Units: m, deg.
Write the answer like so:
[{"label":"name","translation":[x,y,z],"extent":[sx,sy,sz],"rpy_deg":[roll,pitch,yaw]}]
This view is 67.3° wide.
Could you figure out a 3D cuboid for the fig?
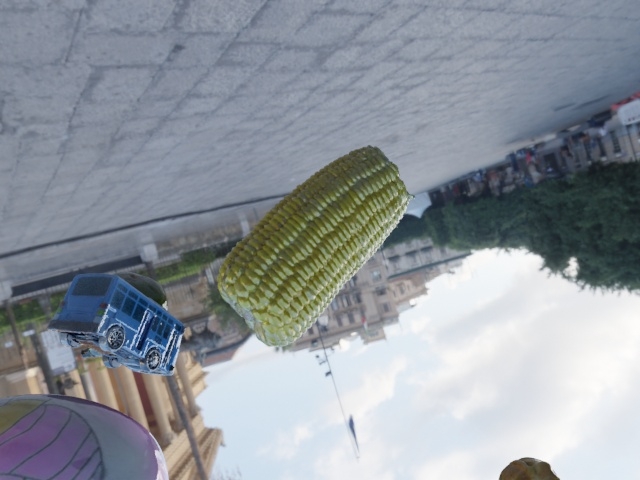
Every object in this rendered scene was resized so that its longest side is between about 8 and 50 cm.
[{"label":"fig","translation":[-0.501,0.196,1.200],"extent":[0.244,0.195,0.195],"rpy_deg":[-58,175,7]}]

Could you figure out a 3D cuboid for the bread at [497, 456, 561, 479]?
[{"label":"bread","translation":[0.184,0.250,0.376],"extent":[0.052,0.157,0.044],"rpy_deg":[-20,176,1]}]

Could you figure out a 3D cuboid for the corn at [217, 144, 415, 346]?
[{"label":"corn","translation":[0.000,0.000,0.363],"extent":[0.165,0.085,0.063],"rpy_deg":[-43,-176,-21]}]

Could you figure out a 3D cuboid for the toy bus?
[{"label":"toy bus","translation":[-0.361,0.162,0.896],"extent":[0.116,0.133,0.234],"rpy_deg":[-1,148,20]}]

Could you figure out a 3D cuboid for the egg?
[{"label":"egg","translation":[-0.299,0.261,0.515],"extent":[0.271,0.196,0.196],"rpy_deg":[26,-177,2]}]
